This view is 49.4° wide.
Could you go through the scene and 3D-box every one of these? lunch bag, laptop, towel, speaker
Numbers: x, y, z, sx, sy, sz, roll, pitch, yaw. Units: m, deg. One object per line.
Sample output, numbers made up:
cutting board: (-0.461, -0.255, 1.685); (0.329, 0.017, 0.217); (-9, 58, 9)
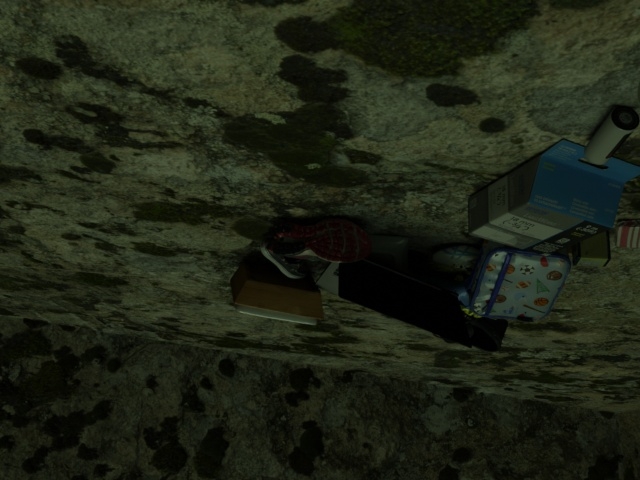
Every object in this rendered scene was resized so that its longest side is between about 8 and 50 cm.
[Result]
lunch bag: (0.525, 0.102, 1.888); (0.243, 0.115, 0.303); (6, 136, 0)
laptop: (0.187, 0.205, 2.001); (0.382, 0.236, 0.408); (22, 148, -8)
towel: (0.853, -0.018, 1.762); (0.197, 0.029, 0.144); (1, 157, 20)
speaker: (0.563, -0.202, 1.351); (0.055, 0.055, 0.136); (6, 157, 0)

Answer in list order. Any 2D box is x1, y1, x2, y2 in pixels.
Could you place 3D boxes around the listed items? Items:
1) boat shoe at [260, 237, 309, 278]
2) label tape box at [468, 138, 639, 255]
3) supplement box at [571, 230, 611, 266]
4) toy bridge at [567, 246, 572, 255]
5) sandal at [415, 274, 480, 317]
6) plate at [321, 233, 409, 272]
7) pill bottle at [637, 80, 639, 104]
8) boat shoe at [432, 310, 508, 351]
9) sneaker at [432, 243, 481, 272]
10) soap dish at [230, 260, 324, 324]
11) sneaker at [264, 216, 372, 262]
boat shoe: (-0.090, 0.051, 2.126); (0.076, 0.080, 0.228); (-7, 147, 32)
label tape box: (0.529, -0.083, 1.584); (0.241, 0.106, 0.334); (14, 157, -20)
supplement box: (0.704, 0.019, 1.812); (0.083, 0.083, 0.056); (3, 157, 7)
toy bridge: (0.644, 0.054, 1.989); (0.063, 0.026, 0.188); (14, 157, -12)
sandal: (0.426, 0.162, 2.208); (0.317, 0.126, 0.138); (5, 156, -19)
plate: (0.126, 0.052, 2.101); (0.278, 0.045, 0.277); (4, 158, 8)
pill bottle: (0.665, -0.219, 1.154); (0.272, 0.152, 0.152); (18, 155, -24)
boat shoe: (0.462, 0.270, 2.401); (0.500, 0.156, 0.187); (23, 154, -32)
sneaker: (0.438, 0.063, 1.992); (0.237, 0.086, 0.085); (6, 160, 4)
soap dish: (-0.139, 0.166, 2.248); (0.291, 0.118, 0.229); (12, -167, -13)
sneaker: (0.000, 0.000, 1.935); (0.299, 0.121, 0.112); (6, 173, 20)
